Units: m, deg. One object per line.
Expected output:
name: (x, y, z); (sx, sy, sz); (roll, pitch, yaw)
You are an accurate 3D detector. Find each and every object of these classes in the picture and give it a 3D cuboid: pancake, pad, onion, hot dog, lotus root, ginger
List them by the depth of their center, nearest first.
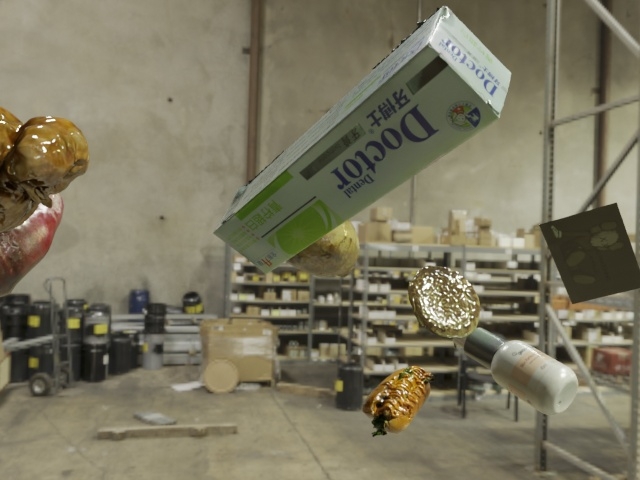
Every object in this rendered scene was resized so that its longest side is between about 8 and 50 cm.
ginger: (-0.395, -0.052, 0.593); (0.274, 0.152, 0.357); (12, 23, 29)
pancake: (0.173, 0.085, 0.858); (0.115, 0.115, 0.011); (2, -32, -15)
onion: (-0.517, -0.033, 0.871); (0.272, 0.195, 0.272); (-10, 39, 8)
hot dog: (0.121, 0.237, 0.934); (0.072, 0.055, 0.188); (32, 23, 18)
lotus root: (0.000, 0.000, 1.034); (0.138, 0.138, 0.214); (1, -21, 27)
pad: (0.476, 0.028, 1.067); (0.127, 0.190, 0.004); (-19, 28, 26)

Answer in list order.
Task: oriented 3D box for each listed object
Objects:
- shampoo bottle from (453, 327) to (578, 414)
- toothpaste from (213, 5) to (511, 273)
shampoo bottle: (0.278, 0.178, 0.896); (0.074, 0.074, 0.192); (2, 20, -37)
toothpaste: (0.015, -0.070, 0.570); (0.081, 0.067, 0.336); (39, -41, -16)
